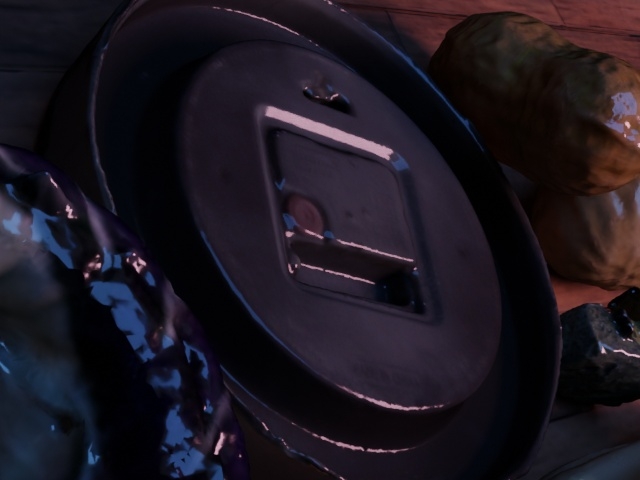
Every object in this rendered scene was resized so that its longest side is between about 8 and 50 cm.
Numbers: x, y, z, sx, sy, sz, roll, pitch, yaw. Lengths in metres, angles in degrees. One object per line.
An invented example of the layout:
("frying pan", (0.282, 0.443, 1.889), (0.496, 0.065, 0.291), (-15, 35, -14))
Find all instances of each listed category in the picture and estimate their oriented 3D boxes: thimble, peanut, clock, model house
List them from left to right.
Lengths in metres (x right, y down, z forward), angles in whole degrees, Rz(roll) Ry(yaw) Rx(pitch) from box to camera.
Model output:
("thimble", (-0.141, 0.085, 0.431), (0.237, 0.150, 0.237), (29, 44, -32))
("clock", (0.000, 0.000, 0.714), (0.325, 0.067, 0.325), (28, 44, -30))
("peanut", (0.135, -0.089, 0.845), (0.108, 0.095, 0.226), (27, 8, -30))
("model house", (0.175, 0.063, 0.842), (0.083, 0.079, 0.066), (18, 48, -36))
("peanut", (0.231, -0.043, 0.958), (0.125, 0.111, 0.274), (53, 37, -8))

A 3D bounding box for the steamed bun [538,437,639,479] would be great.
("steamed bun", (0.285, 0.201, 0.719), (0.347, 0.237, 0.394), (34, 41, -23))
